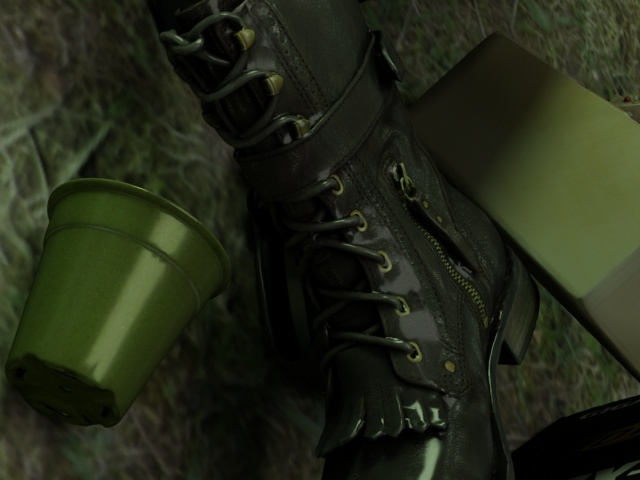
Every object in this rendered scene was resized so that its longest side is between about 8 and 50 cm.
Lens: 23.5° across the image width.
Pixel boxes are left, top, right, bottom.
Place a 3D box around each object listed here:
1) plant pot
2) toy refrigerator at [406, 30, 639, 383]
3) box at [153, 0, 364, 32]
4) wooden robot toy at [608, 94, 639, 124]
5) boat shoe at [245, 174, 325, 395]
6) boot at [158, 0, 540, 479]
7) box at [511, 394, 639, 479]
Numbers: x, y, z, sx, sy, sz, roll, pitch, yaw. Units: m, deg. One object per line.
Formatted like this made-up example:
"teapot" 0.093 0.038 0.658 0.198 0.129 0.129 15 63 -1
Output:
"plant pot" -0.089 0.031 0.628 0.083 0.083 0.079 43 53 -30
"toy refrigerator" 0.142 -0.020 0.819 0.102 0.094 0.269 47 4 -26
"box" 0.038 -0.306 0.870 0.395 0.212 0.293 -31 96 -55
"wooden robot toy" 0.242 -0.055 1.105 0.076 0.079 0.173 42 41 -30
"boat shoe" -0.002 -0.024 0.770 0.065 0.075 0.206 16 63 -51
"boot" 0.000 0.000 0.641 0.229 0.091 0.263 58 29 -25
"box" 0.213 0.116 0.752 0.257 0.322 0.079 -23 90 -55
